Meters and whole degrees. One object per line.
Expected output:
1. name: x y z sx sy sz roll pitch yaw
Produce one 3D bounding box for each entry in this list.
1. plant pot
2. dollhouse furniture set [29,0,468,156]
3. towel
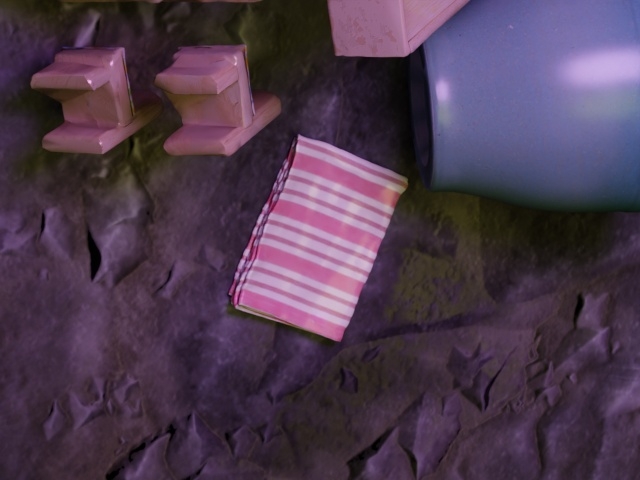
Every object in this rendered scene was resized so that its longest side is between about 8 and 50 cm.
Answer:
1. plant pot: 0.223 -0.148 1.951 0.255 0.272 0.272 -6 109 -4
2. dollhouse furniture set: -0.064 -0.287 1.763 0.256 0.394 0.362 -44 132 -56
3. towel: 0.000 0.000 2.023 0.144 0.029 0.197 19 98 -28
